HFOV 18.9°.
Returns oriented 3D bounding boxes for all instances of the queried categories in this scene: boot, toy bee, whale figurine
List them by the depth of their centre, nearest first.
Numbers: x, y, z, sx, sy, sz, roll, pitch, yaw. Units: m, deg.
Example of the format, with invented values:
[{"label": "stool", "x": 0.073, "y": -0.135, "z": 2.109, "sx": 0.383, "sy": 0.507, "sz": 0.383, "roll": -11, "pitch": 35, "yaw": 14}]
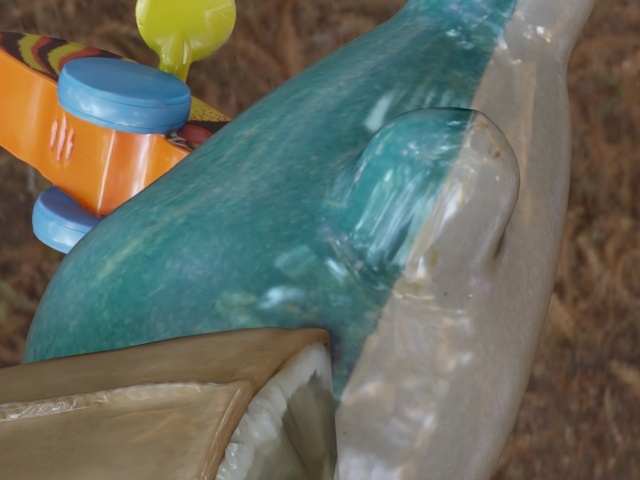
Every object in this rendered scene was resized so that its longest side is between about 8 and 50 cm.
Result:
[{"label": "boot", "x": -0.117, "y": 0.055, "z": 0.511, "sx": 0.269, "sy": 0.089, "sz": 0.236, "roll": -9, "pitch": 41, "yaw": 25}, {"label": "whale figurine", "x": 0.000, "y": 0.000, "z": 0.606, "sx": 0.141, "sy": 0.216, "sz": 0.272, "roll": 24, "pitch": 70, "yaw": -1}, {"label": "toy bee", "x": -0.073, "y": -0.028, "z": 1.035, "sx": 0.162, "sy": 0.195, "sz": 0.298, "roll": 2, "pitch": 43, "yaw": -32}]
